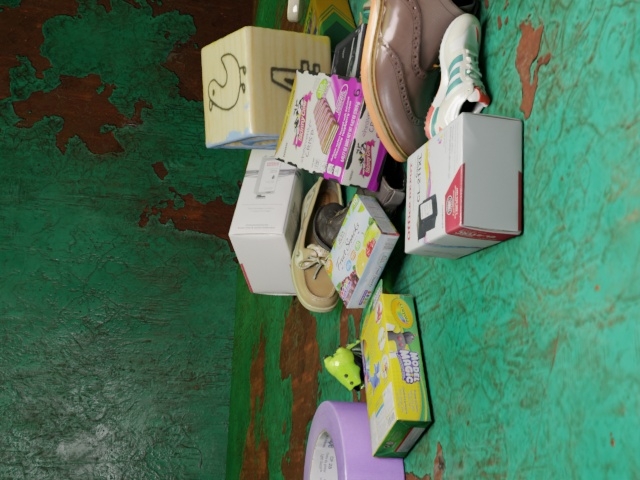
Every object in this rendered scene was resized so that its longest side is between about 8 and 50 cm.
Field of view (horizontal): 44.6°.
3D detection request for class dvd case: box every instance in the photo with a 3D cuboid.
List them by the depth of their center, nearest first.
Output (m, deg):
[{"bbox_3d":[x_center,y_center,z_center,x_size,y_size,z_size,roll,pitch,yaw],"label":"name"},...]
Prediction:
[{"bbox_3d":[0.041,-0.240,1.364,0.179,0.029,0.239,-172,90,-76],"label":"dvd case"}]

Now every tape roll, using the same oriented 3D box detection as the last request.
[{"bbox_3d":[0.043,0.385,1.187,0.275,0.090,0.275,-175,90,-78],"label":"tape roll"}]

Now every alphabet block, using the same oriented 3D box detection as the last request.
[{"bbox_3d":[-0.101,-0.282,1.493,0.192,0.193,0.197,-3,90,54],"label":"alphabet block"}]

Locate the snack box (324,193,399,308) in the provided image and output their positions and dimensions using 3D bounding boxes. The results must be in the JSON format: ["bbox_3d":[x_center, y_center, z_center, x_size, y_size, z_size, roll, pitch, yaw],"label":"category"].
[{"bbox_3d":[0.059,0.017,1.165,0.141,0.037,0.100,-67,31,30],"label":"snack box"}]

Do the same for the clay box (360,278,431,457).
[{"bbox_3d":[0.101,0.176,1.099,0.127,0.053,0.222,109,163,-51],"label":"clay box"}]

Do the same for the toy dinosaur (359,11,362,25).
[{"bbox_3d":[0.068,-0.306,1.481,0.112,0.064,0.212,-12,78,53],"label":"toy dinosaur"}]

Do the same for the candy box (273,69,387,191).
[{"bbox_3d":[0.022,-0.179,1.234,0.233,0.071,0.159,27,104,58],"label":"candy box"}]

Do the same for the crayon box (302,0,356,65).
[{"bbox_3d":[0.010,-0.391,1.679,0.323,0.083,0.203,-98,19,-48],"label":"crayon box"}]

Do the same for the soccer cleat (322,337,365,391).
[{"bbox_3d":[0.052,0.197,1.219,0.072,0.060,0.179,54,-168,11],"label":"soccer cleat"}]

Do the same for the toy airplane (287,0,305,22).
[{"bbox_3d":[-0.030,-0.696,1.555,0.384,0.272,0.386,111,160,-53],"label":"toy airplane"}]

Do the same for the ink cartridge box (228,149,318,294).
[{"bbox_3d":[-0.088,-0.057,1.648,0.207,0.117,0.283,76,-161,-49],"label":"ink cartridge box"}]

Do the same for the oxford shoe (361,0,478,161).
[{"bbox_3d":[0.129,-0.258,0.998,0.130,0.132,0.364,-58,-32,-46],"label":"oxford shoe"}]

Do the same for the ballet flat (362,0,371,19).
[{"bbox_3d":[0.129,-0.350,1.176,0.248,0.086,0.086,-118,35,-66],"label":"ballet flat"}]

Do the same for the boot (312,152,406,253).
[{"bbox_3d":[0.073,-0.061,1.293,0.263,0.091,0.229,-110,33,-54],"label":"boot"}]

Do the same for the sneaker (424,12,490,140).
[{"bbox_3d":[0.179,-0.190,0.937,0.075,0.057,0.161,21,100,52],"label":"sneaker"}]

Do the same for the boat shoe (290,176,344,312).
[{"bbox_3d":[0.000,0.000,1.508,0.089,0.104,0.285,110,161,-58],"label":"boat shoe"}]

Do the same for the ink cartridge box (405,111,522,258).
[{"bbox_3d":[0.158,-0.055,0.893,0.175,0.072,0.128,142,132,-73],"label":"ink cartridge box"}]
